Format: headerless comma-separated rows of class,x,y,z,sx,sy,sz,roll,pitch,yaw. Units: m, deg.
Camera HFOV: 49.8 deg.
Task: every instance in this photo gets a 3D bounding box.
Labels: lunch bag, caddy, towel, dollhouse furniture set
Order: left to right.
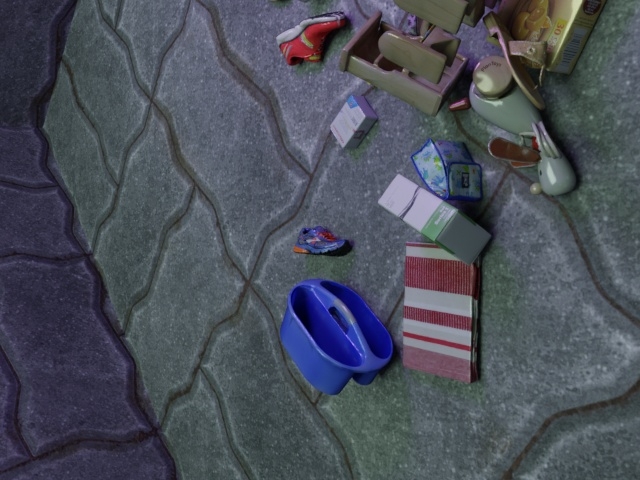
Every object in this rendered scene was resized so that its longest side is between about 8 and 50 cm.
caddy,0.041,0.247,1.861,0.341,0.241,0.179,50,133,35
dollhouse furniture set,0.216,-0.499,1.468,0.256,0.362,0.394,30,149,10
towel,0.296,0.172,1.710,0.237,0.037,0.329,4,94,52
lunch bag,0.302,-0.157,1.604,0.096,0.128,0.151,-43,59,42

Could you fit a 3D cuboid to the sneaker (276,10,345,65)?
sneaker,-0.014,-0.582,2.002,0.279,0.107,0.118,-8,105,53

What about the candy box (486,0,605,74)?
candy box,0.484,-0.520,1.391,0.183,0.087,0.317,43,123,38

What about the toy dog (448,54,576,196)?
toy dog,0.389,-0.232,1.458,0.161,0.220,0.334,-31,58,23

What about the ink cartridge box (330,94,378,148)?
ink cartridge box,0.091,-0.326,1.906,0.122,0.052,0.089,-51,55,37

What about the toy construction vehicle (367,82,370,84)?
toy construction vehicle,0.142,-0.463,1.821,0.098,0.035,0.086,-27,109,41

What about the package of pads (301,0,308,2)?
package of pads,-0.006,-0.855,1.927,0.296,0.101,0.229,-32,69,37

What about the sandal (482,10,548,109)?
sandal,0.408,-0.379,1.366,0.079,0.088,0.240,-37,63,32

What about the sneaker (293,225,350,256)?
sneaker,0.000,0.000,2.019,0.221,0.083,0.087,3,87,47

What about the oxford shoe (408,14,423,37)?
oxford shoe,0.266,-0.590,1.668,0.096,0.082,0.227,-1,97,38

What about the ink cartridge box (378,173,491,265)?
ink cartridge box,0.262,-0.051,1.608,0.093,0.160,0.219,-55,43,5
